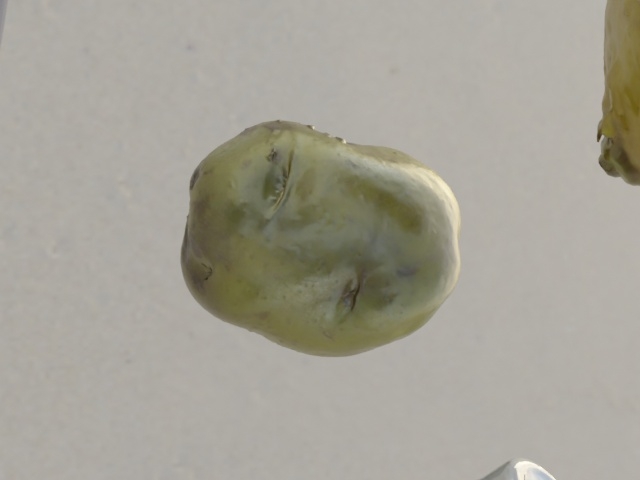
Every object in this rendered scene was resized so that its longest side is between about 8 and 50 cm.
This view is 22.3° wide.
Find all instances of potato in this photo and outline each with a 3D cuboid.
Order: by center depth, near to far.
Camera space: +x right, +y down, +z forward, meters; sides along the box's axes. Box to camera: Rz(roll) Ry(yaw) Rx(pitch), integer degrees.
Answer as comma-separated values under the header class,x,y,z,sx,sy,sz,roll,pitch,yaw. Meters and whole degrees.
class,x,y,z,sx,sy,sz,roll,pitch,yaw
potato,0.000,0.002,1.161,0.154,0.200,0.137,106,-6,-46

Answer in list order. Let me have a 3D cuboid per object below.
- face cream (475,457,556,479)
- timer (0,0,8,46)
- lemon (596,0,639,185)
class,x,y,z,sx,sy,sz,roll,pitch,yaw
face cream,0.022,0.217,0.875,0.082,0.269,0.082,43,24,-25
timer,-0.248,-0.017,0.643,0.270,0.270,0.383,-52,151,-56
lemon,0.292,-0.129,0.924,0.253,0.310,0.253,55,14,-20
